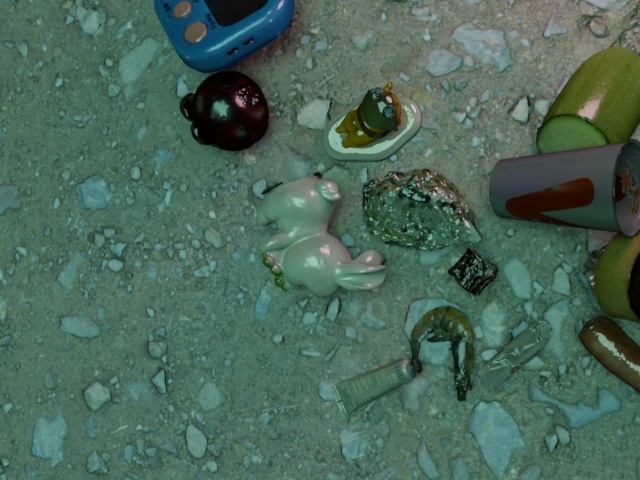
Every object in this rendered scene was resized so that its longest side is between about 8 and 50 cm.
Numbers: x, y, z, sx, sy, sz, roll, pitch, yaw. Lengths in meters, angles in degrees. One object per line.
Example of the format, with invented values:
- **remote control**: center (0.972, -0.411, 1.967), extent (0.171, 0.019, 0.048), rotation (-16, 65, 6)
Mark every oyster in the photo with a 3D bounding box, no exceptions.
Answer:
- **oyster**: center (0.230, -0.072, 1.777), extent (0.267, 0.112, 0.199), rotation (-4, 85, 12)

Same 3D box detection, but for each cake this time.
- **cake**: center (0.644, 0.061, 1.631), extent (0.178, 0.185, 0.208), rotation (31, 113, 51)

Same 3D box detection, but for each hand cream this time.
- **hand cream**: center (0.131, 0.333, 1.801), extent (0.234, 0.050, 0.080), rotation (-29, 77, 25)

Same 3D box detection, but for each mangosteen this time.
- **mangosteen**: center (-0.225, -0.309, 1.882), extent (0.209, 0.210, 0.210), rotation (-1, 85, 15)

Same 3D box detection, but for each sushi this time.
- **sushi**: center (0.345, 0.070, 1.740), extent (0.094, 0.098, 0.084), rotation (41, 98, 12)

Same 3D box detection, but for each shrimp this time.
- **shrimp**: center (0.280, 0.260, 1.773), extent (0.150, 0.051, 0.217), rotation (-10, 80, 21)

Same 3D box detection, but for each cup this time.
- **cup**: center (0.516, -0.108, 1.634), extent (0.288, 0.203, 0.203), rotation (4, 87, 40)

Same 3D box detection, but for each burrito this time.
- **burrito**: center (0.434, 0.253, 1.724), extent (0.203, 0.064, 0.064), rotation (-44, 76, 10)

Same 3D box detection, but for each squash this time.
- **squash**: center (0.616, -0.285, 1.734), extent (0.189, 0.189, 0.260), rotation (29, 58, 15)

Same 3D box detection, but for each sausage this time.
- **sausage**: center (0.726, 0.313, 1.623), extent (0.419, 0.094, 0.094), rotation (39, 126, 14)

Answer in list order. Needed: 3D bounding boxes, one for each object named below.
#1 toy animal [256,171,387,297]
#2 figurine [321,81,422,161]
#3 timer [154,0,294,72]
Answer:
- **toy animal**: center (-0.005, 0.003, 1.796), extent (0.247, 0.183, 0.310), rotation (-26, 80, 12)
- **figurine**: center (0.106, -0.273, 1.810), extent (0.249, 0.141, 0.167), rotation (-27, 81, 12)
- **timer**: center (-0.234, -0.569, 1.887), extent (0.309, 0.115, 0.340), rotation (-31, 56, 2)
